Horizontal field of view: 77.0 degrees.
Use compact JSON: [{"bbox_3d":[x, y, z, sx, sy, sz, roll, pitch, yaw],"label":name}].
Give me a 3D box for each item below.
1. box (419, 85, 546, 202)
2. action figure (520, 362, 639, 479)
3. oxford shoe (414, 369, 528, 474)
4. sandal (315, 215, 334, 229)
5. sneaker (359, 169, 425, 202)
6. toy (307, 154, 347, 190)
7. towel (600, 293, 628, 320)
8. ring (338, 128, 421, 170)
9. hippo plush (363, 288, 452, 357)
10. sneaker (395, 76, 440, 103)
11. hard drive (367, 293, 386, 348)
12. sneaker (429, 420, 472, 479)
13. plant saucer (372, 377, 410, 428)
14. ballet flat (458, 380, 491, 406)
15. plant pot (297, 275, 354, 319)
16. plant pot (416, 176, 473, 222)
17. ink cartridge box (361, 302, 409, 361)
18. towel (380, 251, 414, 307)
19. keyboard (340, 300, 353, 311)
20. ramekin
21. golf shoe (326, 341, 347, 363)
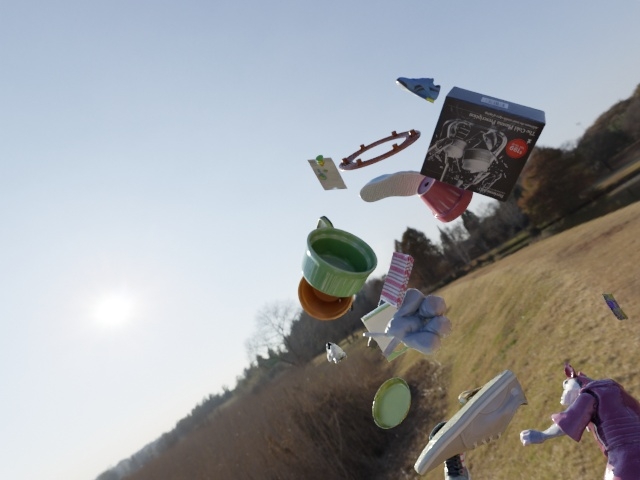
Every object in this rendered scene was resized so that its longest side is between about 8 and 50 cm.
[{"bbox_3d":[0.595,-0.360,1.506,0.179,0.343,0.312,-51,-22,-50],"label":"box"},{"bbox_3d":[0.563,0.374,0.741,0.248,0.370,0.275,-1,-51,-6],"label":"action figure"},{"bbox_3d":[0.487,0.594,1.272,0.449,0.130,0.169,-35,-22,-13],"label":"oxford shoe"},{"bbox_3d":[-0.001,-0.002,1.969,0.086,0.120,0.302,-39,-29,-28],"label":"sandal"},{"bbox_3d":[0.377,-0.299,2.040,0.366,0.135,0.150,-6,32,32],"label":"sneaker"},{"bbox_3d":[0.042,-0.354,2.073,0.137,0.056,0.237,0,-31,28],"label":"toy"},{"bbox_3d":[0.833,0.187,1.138,0.060,0.083,0.009,3,-35,-32],"label":"towel"},{"bbox_3d":[0.220,-0.357,1.549,0.337,0.032,0.336,-23,19,8],"label":"ring"},{"bbox_3d":[0.373,0.349,1.504,0.294,0.234,0.236,-47,-39,-1],"label":"hippo plush"},{"bbox_3d":[0.375,-0.595,1.533,0.209,0.069,0.082,10,-62,-33],"label":"sneaker"},{"bbox_3d":[0.366,0.476,2.469,0.339,0.064,0.236,-46,-30,-69],"label":"hard drive"},{"bbox_3d":[0.521,0.859,1.618,0.124,0.178,0.295,-28,26,30],"label":"sneaker"},{"bbox_3d":[0.345,0.774,1.909,0.241,0.037,0.241,-44,23,25],"label":"plant saucer"},{"bbox_3d":[0.672,0.616,1.608,0.232,0.080,0.073,-20,-15,-4],"label":"ballet flat"},{"bbox_3d":[0.035,0.258,2.152,0.291,0.290,0.203,-35,1,7],"label":"plant pot"},{"bbox_3d":[0.536,-0.206,1.780,0.201,0.180,0.201,-51,18,24],"label":"plant pot"},{"bbox_3d":[0.329,0.431,1.923,0.171,0.235,0.056,-31,3,-6],"label":"ink cartridge box"},{"bbox_3d":[0.281,0.144,1.508,0.144,0.029,0.197,-163,89,-74],"label":"towel"},{"bbox_3d":[0.128,0.360,2.353,0.023,0.108,0.180,-19,23,-31],"label":"keyboard"},{"bbox_3d":[0.067,0.091,1.649,0.303,0.303,0.148,-18,-41,-47],"label":"ramekin"},{"bbox_3d":[0.056,0.450,1.649,0.069,0.086,0.176,-32,-5,-19],"label":"golf shoe"}]
